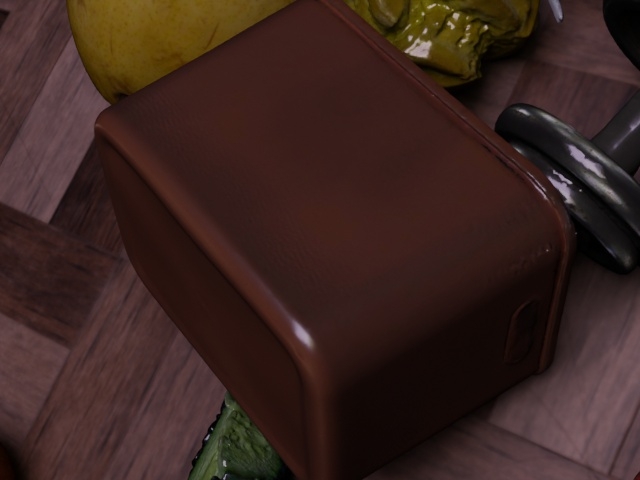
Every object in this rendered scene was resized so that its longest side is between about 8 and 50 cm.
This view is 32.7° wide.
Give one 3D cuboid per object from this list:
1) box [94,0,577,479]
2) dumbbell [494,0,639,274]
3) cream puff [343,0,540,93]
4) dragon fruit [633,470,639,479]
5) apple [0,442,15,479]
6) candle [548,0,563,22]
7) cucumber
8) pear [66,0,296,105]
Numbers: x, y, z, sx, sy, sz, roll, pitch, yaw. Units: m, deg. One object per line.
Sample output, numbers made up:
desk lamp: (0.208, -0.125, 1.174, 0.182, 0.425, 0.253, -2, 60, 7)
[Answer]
box: (0.000, 0.000, 0.886, 0.229, 0.239, 0.339, -31, 56, -21)
dumbbell: (0.259, -0.093, 0.876, 0.290, 0.192, 0.192, -48, 59, 0)
cream puff: (0.116, -0.232, 1.013, 0.194, 0.194, 0.221, 40, 94, 31)
dragon fruit: (0.313, 0.245, 0.694, 0.244, 0.244, 0.299, -39, 75, 7)
apple: (-0.398, 0.252, 1.060, 0.181, 0.168, 0.181, -7, 72, 21)
candle: (0.317, -0.357, 0.937, 0.342, 0.221, 0.221, -26, 62, 15)
cucumber: (-0.088, 0.238, 0.975, 0.193, 0.085, 0.115, -58, 15, -3)
pear: (-0.124, -0.243, 1.073, 0.280, 0.281, 0.281, -9, 67, 22)
